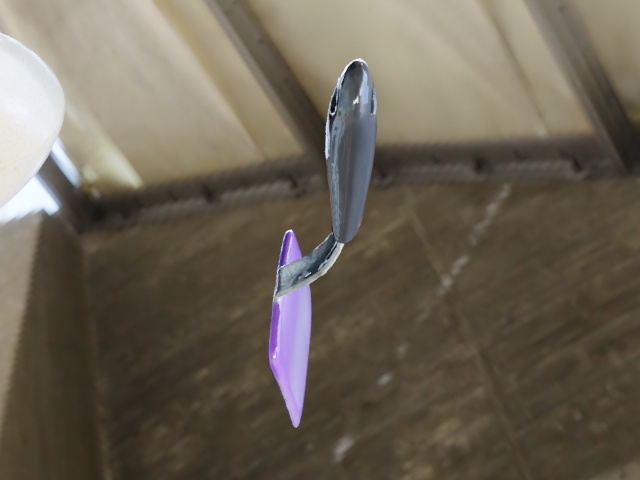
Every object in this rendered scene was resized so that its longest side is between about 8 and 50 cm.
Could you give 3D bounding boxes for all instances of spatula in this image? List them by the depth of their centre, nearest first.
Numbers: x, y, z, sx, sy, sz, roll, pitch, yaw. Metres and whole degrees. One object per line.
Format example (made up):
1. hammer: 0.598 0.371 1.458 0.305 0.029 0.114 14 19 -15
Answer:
1. spatula: 0.000 0.000 0.798 0.030 0.296 0.084 9 -118 -5

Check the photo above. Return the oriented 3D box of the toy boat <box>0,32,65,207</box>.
1. toy boat: -0.309 -0.128 1.132 0.267 0.318 0.148 -13 -132 -19
